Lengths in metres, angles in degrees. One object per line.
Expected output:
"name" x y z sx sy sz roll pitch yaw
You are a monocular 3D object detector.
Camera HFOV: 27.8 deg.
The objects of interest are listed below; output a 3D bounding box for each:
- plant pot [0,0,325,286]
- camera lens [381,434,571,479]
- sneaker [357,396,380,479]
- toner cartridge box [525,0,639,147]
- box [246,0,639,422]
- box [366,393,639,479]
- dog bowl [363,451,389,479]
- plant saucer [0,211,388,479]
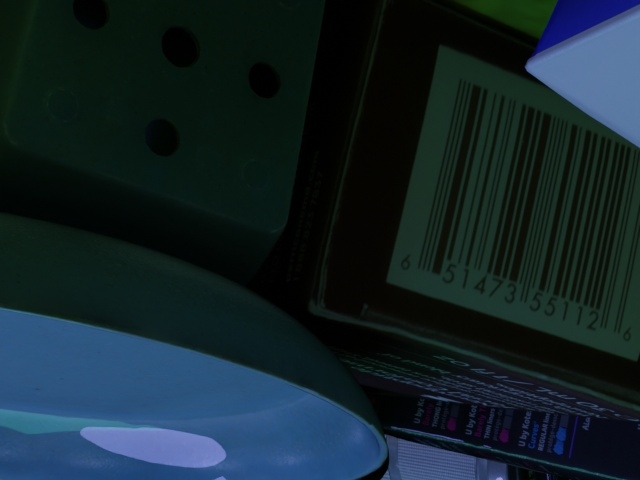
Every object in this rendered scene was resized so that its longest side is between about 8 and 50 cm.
"plant pot" -0.109 -0.044 0.522 0.165 0.166 0.234 19 162 -29
"camera lens" 0.183 0.197 1.242 0.219 0.219 0.274 19 168 -29
"sneaker" -0.046 0.155 0.765 0.092 0.088 0.225 22 126 -7
"toner cartridge box" 0.194 -0.056 0.220 0.165 0.075 0.348 31 165 -13
"box" 0.000 0.000 0.673 0.191 0.143 0.381 18 170 -25
"box" 0.177 0.100 0.950 0.270 0.143 0.165 10 170 19
"dog bowl" -0.157 0.114 0.981 0.408 0.150 0.408 32 -172 -5
"plant saucer" -0.130 0.049 0.499 0.317 0.044 0.317 6 160 2
